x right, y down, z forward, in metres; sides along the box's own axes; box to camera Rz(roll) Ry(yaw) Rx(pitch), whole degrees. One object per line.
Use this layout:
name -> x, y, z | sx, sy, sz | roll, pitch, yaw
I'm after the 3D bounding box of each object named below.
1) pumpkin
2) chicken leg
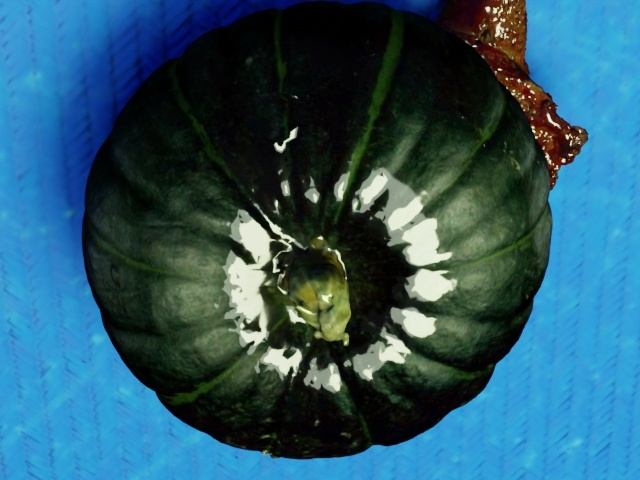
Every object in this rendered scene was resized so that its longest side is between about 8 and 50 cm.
pumpkin -> 0.000, 0.000, 0.907 | 0.249, 0.216, 0.250 | -1, 107, -3
chicken leg -> 0.099, -0.097, 0.961 | 0.093, 0.053, 0.205 | 7, 131, 28
